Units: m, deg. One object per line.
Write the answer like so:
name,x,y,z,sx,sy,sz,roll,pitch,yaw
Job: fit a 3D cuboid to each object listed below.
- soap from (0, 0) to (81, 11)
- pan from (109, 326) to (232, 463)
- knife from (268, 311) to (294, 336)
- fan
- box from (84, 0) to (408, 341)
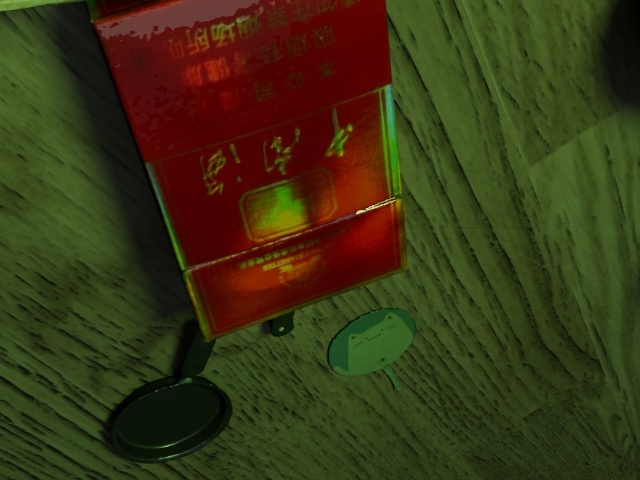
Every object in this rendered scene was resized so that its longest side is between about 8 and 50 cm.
soap,-0.146,-0.191,0.448,0.231,0.140,0.073,-13,139,-16
pan,-0.148,0.160,0.862,0.136,0.028,0.235,1,133,-29
knife,0.000,0.000,0.796,0.072,0.019,0.245,-2,129,-26
fan,0.072,0.140,0.975,0.113,0.005,0.175,-29,138,0
box,-0.043,-0.076,0.640,0.197,0.089,0.313,-20,134,-10
